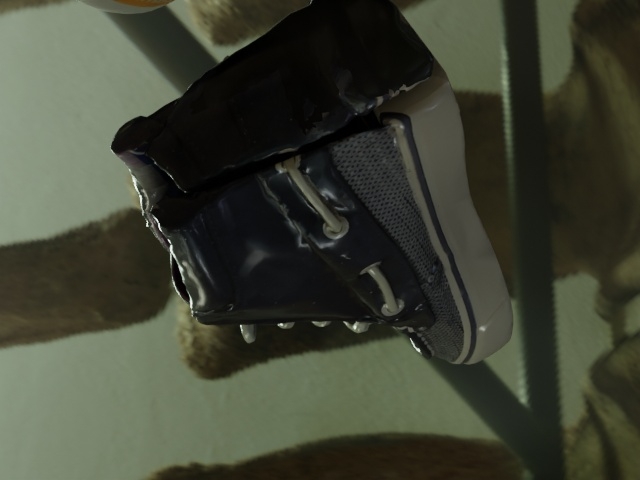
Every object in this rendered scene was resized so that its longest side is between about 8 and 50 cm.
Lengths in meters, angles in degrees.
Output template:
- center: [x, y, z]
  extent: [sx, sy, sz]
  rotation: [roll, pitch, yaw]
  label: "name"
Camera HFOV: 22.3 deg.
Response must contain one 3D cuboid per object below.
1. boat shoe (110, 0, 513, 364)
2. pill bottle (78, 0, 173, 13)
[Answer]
- center: [0.000, 0.000, 0.872]
  extent: [0.158, 0.340, 0.127]
  rotation: [-30, -122, -4]
  label: "boat shoe"
- center: [-0.028, -0.230, 0.764]
  extent: [0.278, 0.162, 0.162]
  rotation: [-23, -109, 37]
  label: "pill bottle"
